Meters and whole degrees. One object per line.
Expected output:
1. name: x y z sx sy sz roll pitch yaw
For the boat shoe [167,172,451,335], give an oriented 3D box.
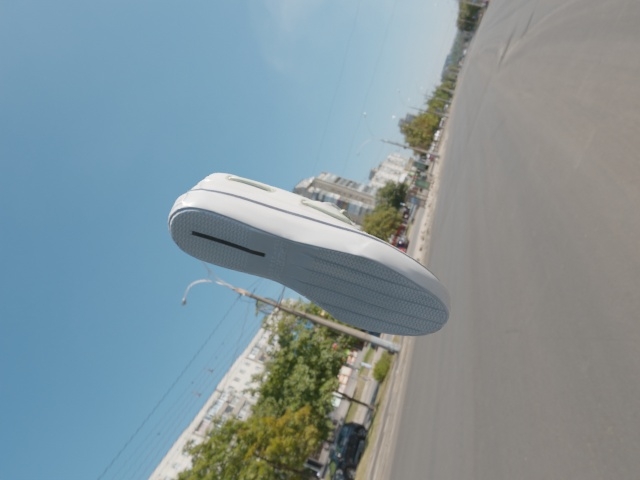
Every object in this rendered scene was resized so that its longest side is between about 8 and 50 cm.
1. boat shoe: 0.000 0.000 0.349 0.076 0.226 0.083 -73 9 -46
